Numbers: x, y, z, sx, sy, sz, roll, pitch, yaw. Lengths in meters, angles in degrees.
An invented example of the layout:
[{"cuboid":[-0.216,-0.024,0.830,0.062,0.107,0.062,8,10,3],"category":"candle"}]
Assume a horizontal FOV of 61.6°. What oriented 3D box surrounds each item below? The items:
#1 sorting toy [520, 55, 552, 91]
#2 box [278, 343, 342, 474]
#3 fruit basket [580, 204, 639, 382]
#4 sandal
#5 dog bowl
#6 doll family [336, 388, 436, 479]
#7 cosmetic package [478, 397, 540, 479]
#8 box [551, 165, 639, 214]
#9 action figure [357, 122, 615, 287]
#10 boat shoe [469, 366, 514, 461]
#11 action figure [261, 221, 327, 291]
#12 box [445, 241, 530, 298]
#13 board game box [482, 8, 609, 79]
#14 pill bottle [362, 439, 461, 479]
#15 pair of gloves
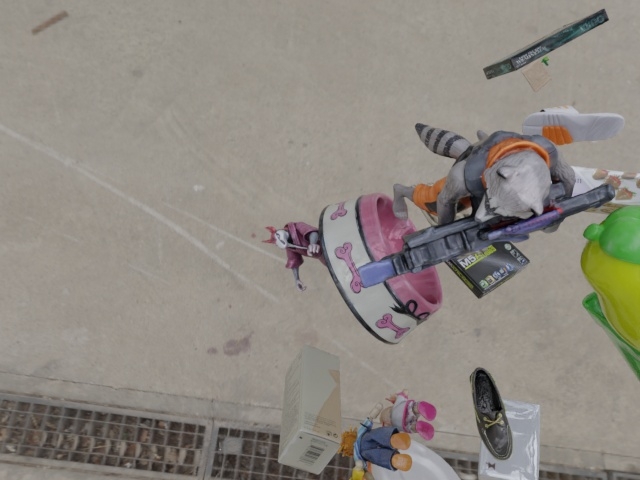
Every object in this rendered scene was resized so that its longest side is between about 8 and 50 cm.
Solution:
[{"cuboid":[0.508,-0.389,1.244,0.083,0.012,0.062,-40,95,-13],"category":"sorting toy"},{"cuboid":[-0.026,0.451,1.472,0.121,0.148,0.311,22,31,-12],"category":"box"},{"cuboid":[0.493,0.085,0.658,0.282,0.392,0.392,-24,74,4],"category":"fruit basket"},{"cuboid":[0.668,-0.313,1.444,0.265,0.102,0.076,0,41,0],"category":"sandal"},{"cuboid":[0.173,0.054,1.403,0.150,0.408,0.408,-30,73,24],"category":"dog bowl"},{"cuboid":[0.081,0.354,0.840,0.118,0.163,0.263,19,66,-18],"category":"doll family"},{"cuboid":[0.589,0.673,1.682,0.161,0.453,0.230,3,59,21],"category":"cosmetic package"},{"cuboid":[0.457,-0.088,0.937,0.323,0.067,0.063,8,77,6],"category":"box"},{"cuboid":[0.183,-0.073,0.734,0.341,0.330,0.179,-20,102,-6],"category":"action figure"},{"cuboid":[0.425,0.434,1.351,0.081,0.069,0.228,-17,60,12],"category":"boat shoe"},{"cuboid":[0.000,0.000,1.660,0.369,0.248,0.276,18,54,-21],"category":"action figure"},{"cuboid":[0.454,0.046,1.508,0.190,0.045,0.184,-27,63,-21],"category":"box"},{"cuboid":[0.406,-0.355,0.983,0.186,0.126,0.026,-28,100,0],"category":"board game box"},{"cuboid":[0.119,0.631,1.131,0.224,0.224,0.392,30,109,2],"category":"pill bottle"},{"cuboid":[0.302,-0.048,1.254,0.240,0.042,0.204,-6,65,-56],"category":"pair of gloves"}]
